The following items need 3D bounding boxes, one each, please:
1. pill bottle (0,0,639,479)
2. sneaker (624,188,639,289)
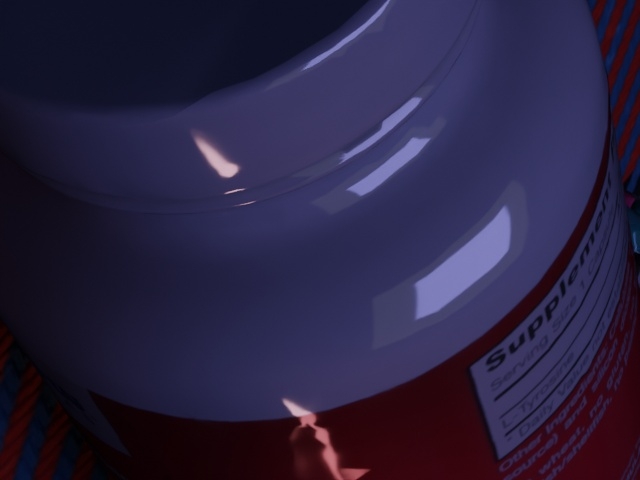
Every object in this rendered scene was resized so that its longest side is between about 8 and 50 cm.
[{"bbox_3d":[0.000,0.000,0.740,0.229,0.229,0.408,-54,151,-20],"label":"pill bottle"},{"bbox_3d":[0.180,0.064,1.245,0.178,0.124,0.295,-43,146,-18],"label":"sneaker"}]
